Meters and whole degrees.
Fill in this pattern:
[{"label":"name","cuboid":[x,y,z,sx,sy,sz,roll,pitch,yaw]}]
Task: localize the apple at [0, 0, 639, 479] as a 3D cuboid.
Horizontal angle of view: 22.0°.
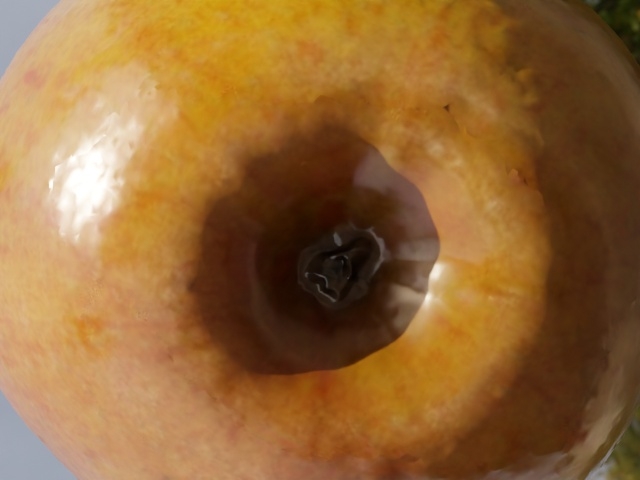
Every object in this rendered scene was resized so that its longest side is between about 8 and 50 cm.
[{"label":"apple","cuboid":[0.000,0.000,0.695,0.299,0.299,0.275,52,173,-12]}]
